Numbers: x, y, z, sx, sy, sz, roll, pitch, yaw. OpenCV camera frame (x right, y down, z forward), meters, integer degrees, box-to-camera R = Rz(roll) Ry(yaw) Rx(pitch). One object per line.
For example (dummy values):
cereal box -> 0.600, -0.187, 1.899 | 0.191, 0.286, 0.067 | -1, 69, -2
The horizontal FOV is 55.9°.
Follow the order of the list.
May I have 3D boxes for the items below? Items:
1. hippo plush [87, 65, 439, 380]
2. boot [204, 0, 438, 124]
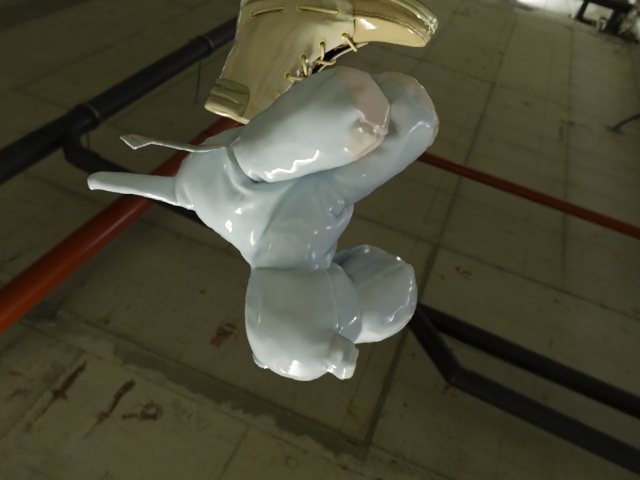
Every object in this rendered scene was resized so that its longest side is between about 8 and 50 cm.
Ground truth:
hippo plush -> 0.000, 0.000, 0.532 | 0.294, 0.234, 0.237 | -15, -93, -36
boot -> -0.008, -0.214, 0.731 | 0.262, 0.203, 0.095 | 20, 178, 21
